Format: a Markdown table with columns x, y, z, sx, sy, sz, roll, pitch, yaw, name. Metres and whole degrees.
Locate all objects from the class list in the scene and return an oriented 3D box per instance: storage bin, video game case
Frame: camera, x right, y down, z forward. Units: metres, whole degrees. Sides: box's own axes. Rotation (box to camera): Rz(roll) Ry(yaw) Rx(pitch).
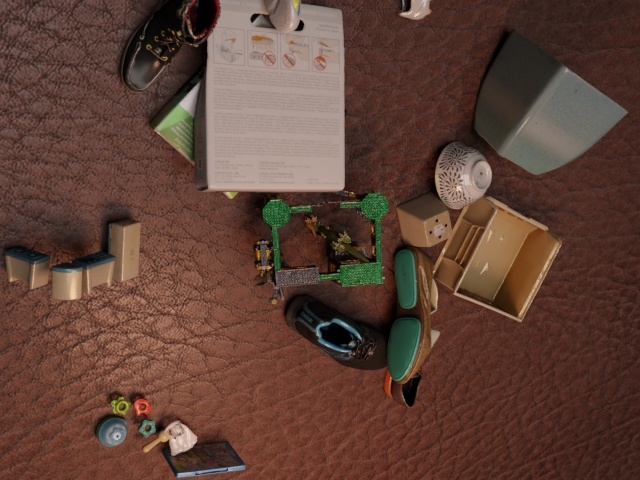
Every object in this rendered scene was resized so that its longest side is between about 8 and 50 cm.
| x | y | z | sx | sy | sz | roll | pitch | yaw | name |
| --- | --- | --- | --- | --- | --- | --- | --- | --- | --- |
| 0.465 | 0.042 | 2.018 | 0.262 | 0.123 | 0.260 | 22 | 97 | -32 | storage bin |
| -0.275 | 0.514 | 1.807 | 0.166 | 0.119 | 0.015 | 2 | 103 | -28 | video game case |

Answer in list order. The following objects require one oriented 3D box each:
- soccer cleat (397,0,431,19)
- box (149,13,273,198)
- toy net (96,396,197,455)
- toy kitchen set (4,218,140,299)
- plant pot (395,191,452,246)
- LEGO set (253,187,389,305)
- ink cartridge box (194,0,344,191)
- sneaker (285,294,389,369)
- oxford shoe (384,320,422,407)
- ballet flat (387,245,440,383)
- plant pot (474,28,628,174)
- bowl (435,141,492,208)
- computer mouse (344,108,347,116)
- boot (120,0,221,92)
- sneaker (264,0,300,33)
| x | y | z | sx | sy | sz | roll | pitch | yaw | name |
| --- | --- | --- | --- | --- | --- | --- | --- | --- | --- |
| 0.214 | -0.586 | 1.688 | 0.076 | 0.068 | 0.196 | -5 | 114 | -23 | soccer cleat |
| -0.166 | -0.280 | 1.609 | 0.322 | 0.058 | 0.232 | -49 | 123 | -5 | box |
| -0.389 | 0.426 | 1.764 | 0.232 | 0.045 | 0.122 | 19 | 84 | -34 | toy net |
| -0.495 | 0.020 | 1.545 | 0.207 | 0.166 | 0.122 | -25 | 126 | -60 | toy kitchen set |
| 0.265 | -0.043 | 1.897 | 0.109 | 0.096 | 0.109 | -24 | 117 | -18 | plant pot |
| 0.000 | 0.000 | 1.755 | 0.332 | 0.192 | 0.254 | -12 | 95 | -9 | LEGO set |
| -0.103 | -0.291 | 1.577 | 0.308 | 0.091 | 0.384 | -1 | 91 | -27 | ink cartridge box |
| 0.067 | 0.252 | 1.878 | 0.341 | 0.140 | 0.125 | 28 | 91 | -34 | sneaker |
| 0.236 | 0.306 | 2.010 | 0.097 | 0.098 | 0.271 | -6 | 111 | -25 | oxford shoe |
| 0.244 | 0.187 | 1.926 | 0.124 | 0.116 | 0.342 | 9 | 79 | -39 | ballet flat |
| 0.520 | -0.312 | 1.857 | 0.248 | 0.247 | 0.252 | 23 | 115 | -32 | plant pot |
| 0.367 | -0.160 | 1.888 | 0.170 | 0.080 | 0.170 | -4 | 96 | -40 | bowl |
| 0.002 | -0.207 | 1.724 | 0.106 | 0.042 | 0.192 | -6 | 113 | -38 | computer mouse |
| -0.283 | -0.375 | 1.436 | 0.085 | 0.179 | 0.236 | 31 | 91 | -33 | boot |
| -0.044 | -0.520 | 1.523 | 0.126 | 0.091 | 0.240 | 0 | 79 | -40 | sneaker |
